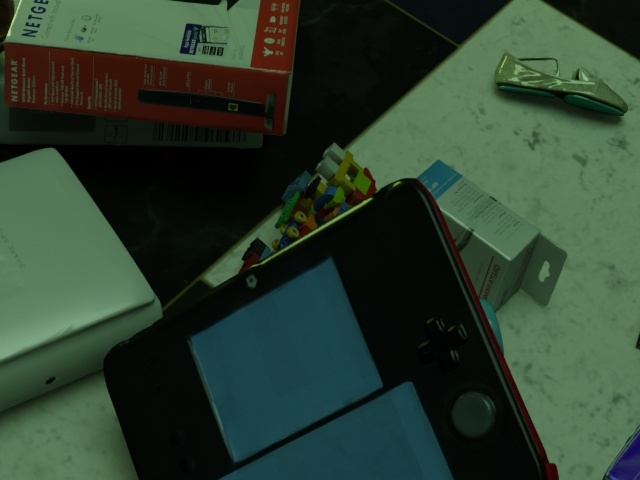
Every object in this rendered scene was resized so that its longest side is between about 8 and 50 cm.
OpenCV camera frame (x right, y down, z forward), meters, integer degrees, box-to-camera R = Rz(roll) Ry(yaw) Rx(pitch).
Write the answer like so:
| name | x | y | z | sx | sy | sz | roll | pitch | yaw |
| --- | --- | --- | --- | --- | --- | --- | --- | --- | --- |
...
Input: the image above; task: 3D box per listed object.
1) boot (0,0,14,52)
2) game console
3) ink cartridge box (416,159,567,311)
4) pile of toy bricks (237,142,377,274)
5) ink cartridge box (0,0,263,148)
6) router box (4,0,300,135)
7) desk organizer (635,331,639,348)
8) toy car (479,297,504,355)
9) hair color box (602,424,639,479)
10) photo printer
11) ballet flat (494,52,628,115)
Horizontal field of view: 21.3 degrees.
| name | x | y | z | sx | sy | sz | roll | pitch | yaw |
| --- | --- | --- | --- | --- | --- | --- | --- | --- | --- |
| boot | -0.433 | -0.155 | 1.826 | 0.220 | 0.109 | 0.283 | -22 | 36 | 21 |
| game console | -0.001 | 0.175 | 1.525 | 0.060 | 0.386 | 0.342 | 2 | 61 | -62 |
| ink cartridge box | 0.172 | 0.007 | 1.858 | 0.180 | 0.104 | 0.060 | 37 | 55 | 20 |
| pile of toy bricks | 0.000 | 0.000 | 1.852 | 0.105 | 0.118 | 0.212 | 42 | 34 | -11 |
| ink cartridge box | -0.237 | -0.246 | 2.030 | 0.308 | 0.091 | 0.385 | 0 | 35 | -9 |
| router box | -0.174 | -0.252 | 1.900 | 0.301 | 0.082 | 0.335 | 6 | 36 | -2 |
| desk organizer | 0.417 | 0.108 | 1.854 | 0.130 | 0.050 | 0.047 | 20 | 51 | 7 |
| toy car | 0.051 | 0.098 | 1.719 | 0.219 | 0.210 | 0.238 | -12 | 41 | -4 |
| hair color box | 0.406 | 0.330 | 1.588 | 0.339 | 0.185 | 0.110 | 33 | 54 | 17 |
| photo printer | -0.352 | 0.054 | 1.728 | 0.307 | 0.107 | 0.256 | -22 | 58 | -25 |
| ballet flat | 0.296 | -0.193 | 2.066 | 0.168 | 0.057 | 0.052 | 13 | 86 | 1 |
